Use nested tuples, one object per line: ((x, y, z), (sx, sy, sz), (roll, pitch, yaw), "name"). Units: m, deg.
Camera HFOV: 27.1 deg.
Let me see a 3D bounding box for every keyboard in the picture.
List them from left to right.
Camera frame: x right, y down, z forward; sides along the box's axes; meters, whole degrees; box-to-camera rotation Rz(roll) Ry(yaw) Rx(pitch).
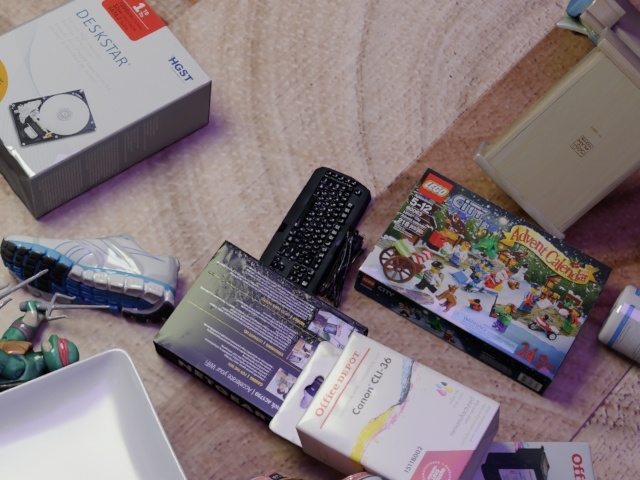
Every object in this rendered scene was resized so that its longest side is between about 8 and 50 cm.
((0.000, 0.000, 1.437), (0.100, 0.038, 0.192), (25, 61, 7), "keyboard")

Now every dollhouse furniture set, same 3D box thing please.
((0.351, -0.133, 1.545), (0.286, 0.198, 0.303), (43, 30, -6), "dollhouse furniture set")

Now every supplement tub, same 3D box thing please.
((0.356, 0.100, 1.405), (0.107, 0.071, 0.071), (30, 61, 10), "supplement tub")

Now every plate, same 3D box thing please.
((-0.250, 0.259, 1.182), (0.277, 0.045, 0.278), (-20, 60, -20), "plate")

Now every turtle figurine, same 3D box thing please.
((-0.321, 0.105, 1.277), (0.234, 0.175, 0.118), (-10, 79, -4), "turtle figurine")

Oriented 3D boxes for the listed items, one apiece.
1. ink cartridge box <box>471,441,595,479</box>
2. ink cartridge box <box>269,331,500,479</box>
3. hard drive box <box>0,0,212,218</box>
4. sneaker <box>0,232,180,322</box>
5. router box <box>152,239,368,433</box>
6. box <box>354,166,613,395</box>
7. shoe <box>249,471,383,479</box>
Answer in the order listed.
((0.178, 0.264, 1.286), (0.175, 0.072, 0.127), (0, 59, -6), "ink cartridge box")
((0.056, 0.168, 1.255), (0.198, 0.067, 0.115), (25, 67, 19), "ink cartridge box")
((-0.266, -0.162, 1.466), (0.232, 0.089, 0.181), (-32, 69, -23), "hard drive box")
((-0.236, 0.023, 1.384), (0.190, 0.071, 0.083), (17, 50, -4), "sneaker")
((-0.061, 0.101, 1.354), (0.179, 0.046, 0.133), (32, 71, 11), "router box")
((0.176, 0.041, 1.431), (0.233, 0.044, 0.159), (29, 61, 10), "box")
((-0.022, 0.243, 1.233), (0.063, 0.178, 0.081), (17, 41, -51), "shoe")
